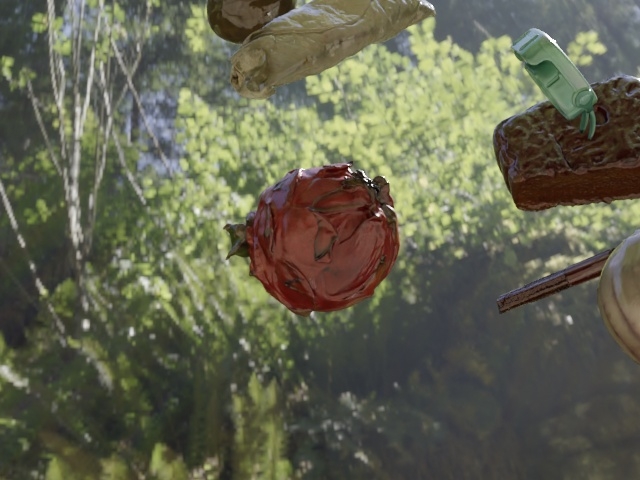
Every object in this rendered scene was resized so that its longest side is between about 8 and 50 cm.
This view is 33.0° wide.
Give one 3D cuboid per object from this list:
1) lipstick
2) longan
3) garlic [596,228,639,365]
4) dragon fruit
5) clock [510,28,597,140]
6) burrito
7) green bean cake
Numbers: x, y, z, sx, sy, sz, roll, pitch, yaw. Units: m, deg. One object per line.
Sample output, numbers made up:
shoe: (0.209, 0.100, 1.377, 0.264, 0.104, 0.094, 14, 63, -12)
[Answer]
lipstick: (0.275, 0.050, 1.267, 0.027, 0.027, 0.176, 30, -38, -30)
longan: (-0.077, -0.267, 1.220, 0.113, 0.113, 0.092, -32, -92, 18)
garlic: (0.205, 0.017, 0.476, 0.159, 0.102, 0.147, -16, -30, -39)
dragon fruit: (0.000, 0.000, 1.229, 0.209, 0.172, 0.172, -18, -45, 36)
clock: (0.271, -0.176, 1.217, 0.041, 0.101, 0.135, -39, -79, 10)
burrito: (0.013, -0.210, 1.073, 0.275, 0.082, 0.059, -34, -31, -39)
green bean cake: (0.357, -0.117, 1.441, 0.233, 0.198, 0.097, -18, -43, 8)
